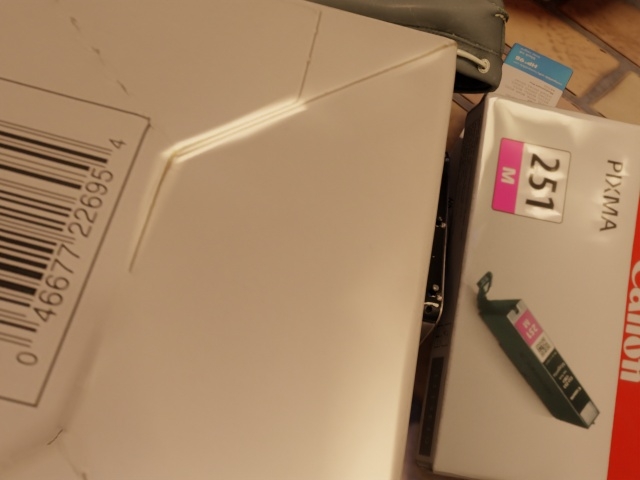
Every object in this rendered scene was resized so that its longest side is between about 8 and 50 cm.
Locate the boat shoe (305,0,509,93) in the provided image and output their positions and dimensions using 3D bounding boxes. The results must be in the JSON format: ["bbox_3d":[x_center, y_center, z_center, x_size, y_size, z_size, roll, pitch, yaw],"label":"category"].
[{"bbox_3d":[0.001,-0.149,0.791,0.319,0.116,0.099,-8,90,-18],"label":"boat shoe"}]

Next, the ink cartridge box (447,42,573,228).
[{"bbox_3d":[0.146,-0.074,0.877,0.060,0.104,0.180,29,51,6],"label":"ink cartridge box"}]

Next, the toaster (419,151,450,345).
[{"bbox_3d":[0.000,0.000,0.775,0.186,0.110,0.168,13,50,-6],"label":"toaster"}]

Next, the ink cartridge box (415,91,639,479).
[{"bbox_3d":[0.208,0.051,0.753,0.239,0.060,0.275,11,81,-7],"label":"ink cartridge box"}]

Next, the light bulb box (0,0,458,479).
[{"bbox_3d":[-0.101,0.119,0.494,0.225,0.361,0.358,15,51,-2],"label":"light bulb box"}]
